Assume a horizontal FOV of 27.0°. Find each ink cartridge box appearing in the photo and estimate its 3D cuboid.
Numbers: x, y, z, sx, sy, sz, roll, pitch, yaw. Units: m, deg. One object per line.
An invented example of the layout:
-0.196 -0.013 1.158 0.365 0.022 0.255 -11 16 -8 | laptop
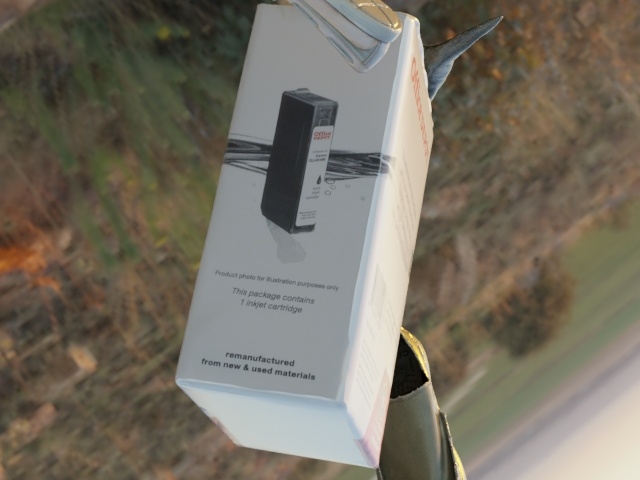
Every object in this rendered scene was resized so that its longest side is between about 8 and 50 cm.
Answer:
0.000 0.000 0.929 0.197 0.114 0.273 68 31 -68 | ink cartridge box

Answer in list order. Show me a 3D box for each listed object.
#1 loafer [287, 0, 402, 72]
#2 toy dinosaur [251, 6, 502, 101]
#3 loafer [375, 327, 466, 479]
-0.013 -0.144 0.763 0.039 0.125 0.045 -55 176 31 | loafer
0.029 -0.150 1.269 0.313 0.121 0.160 -25 136 13 | toy dinosaur
0.086 0.193 1.399 0.094 0.251 0.087 -20 145 6 | loafer
